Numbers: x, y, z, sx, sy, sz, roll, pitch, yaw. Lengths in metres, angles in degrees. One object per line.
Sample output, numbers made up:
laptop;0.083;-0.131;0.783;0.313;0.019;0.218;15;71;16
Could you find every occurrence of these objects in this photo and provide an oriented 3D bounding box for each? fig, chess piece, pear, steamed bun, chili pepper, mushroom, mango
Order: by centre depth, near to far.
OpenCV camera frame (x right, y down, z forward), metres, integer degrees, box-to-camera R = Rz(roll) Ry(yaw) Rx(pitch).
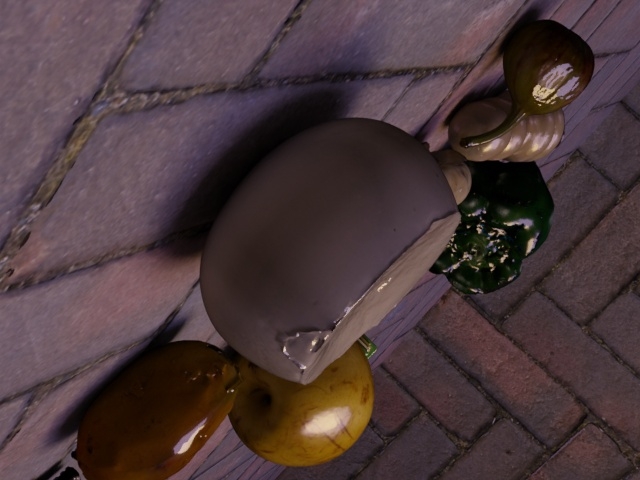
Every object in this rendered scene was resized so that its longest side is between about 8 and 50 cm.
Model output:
steamed bun;0.000;0.000;1.189;0.324;0.206;0.324;-45;169;-12
mango;-0.215;0.239;1.400;0.249;0.151;0.156;-39;133;-14
fig;0.318;-0.228;1.630;0.245;0.149;0.149;-53;167;8
mushroom;0.160;-0.094;1.648;0.154;0.122;0.154;-19;-162;6
chess piece;0.309;-0.195;1.785;0.142;0.143;0.261;-52;160;27
pear;-0.040;0.264;1.823;0.281;0.281;0.280;-43;168;-12
chili pepper;0.303;-0.051;1.945;0.248;0.233;0.256;-49;-169;33

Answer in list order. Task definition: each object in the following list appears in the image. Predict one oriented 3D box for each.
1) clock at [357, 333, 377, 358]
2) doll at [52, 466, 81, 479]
clock;0.014;0.295;2.360;0.220;0.106;0.255;-46;176;3
doll;-0.424;0.404;1.457;0.219;0.067;0.091;-46;166;-26
